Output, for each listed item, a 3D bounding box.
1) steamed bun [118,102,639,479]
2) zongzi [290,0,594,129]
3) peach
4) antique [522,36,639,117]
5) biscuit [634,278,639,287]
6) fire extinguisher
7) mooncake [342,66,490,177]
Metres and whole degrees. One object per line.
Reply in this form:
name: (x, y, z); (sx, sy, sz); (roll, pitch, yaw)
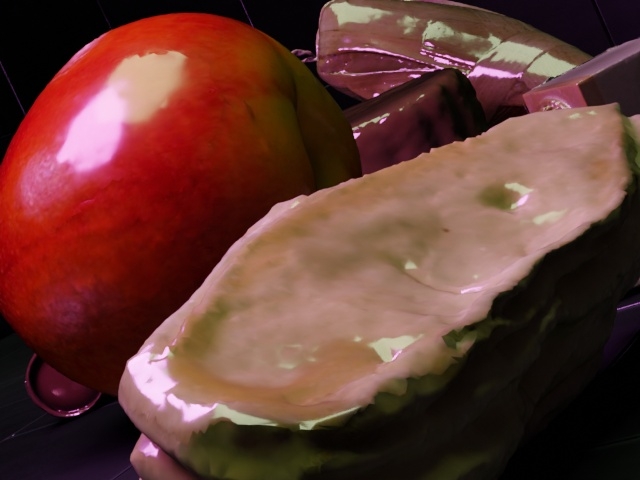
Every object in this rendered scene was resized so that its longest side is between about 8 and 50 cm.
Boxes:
steamed bun: (0.028, 0.066, 0.760); (0.247, 0.189, 0.428); (14, 31, 26)
zongzi: (0.191, -0.294, 2.132); (0.499, 0.218, 0.467); (15, -4, -12)
peach: (-0.150, -0.022, 1.336); (0.388, 0.388, 0.388); (-25, 5, 2)
antique: (0.274, -0.096, 1.228); (0.148, 0.147, 0.152); (-28, 6, -9)
biscuit: (0.222, 0.013, 0.998); (0.250, 0.032, 0.133); (-25, 4, 14)
fire extinguisher: (-0.282, 0.137, 1.746); (0.141, 0.105, 0.341); (-10, 6, 1)
mooncake: (0.097, -0.106, 1.941); (0.324, 0.187, 0.324); (-26, 7, 3)
